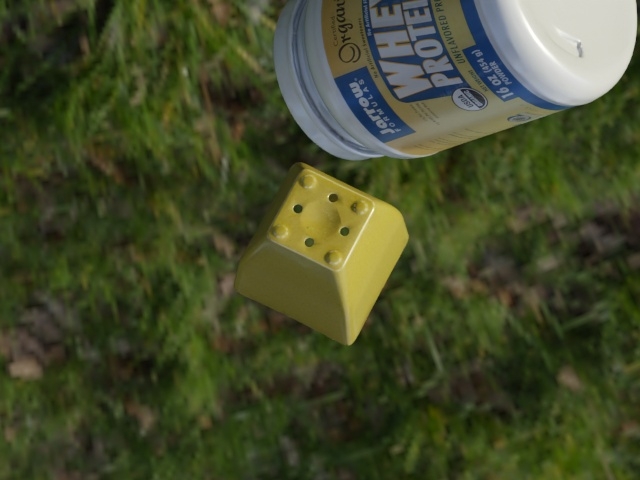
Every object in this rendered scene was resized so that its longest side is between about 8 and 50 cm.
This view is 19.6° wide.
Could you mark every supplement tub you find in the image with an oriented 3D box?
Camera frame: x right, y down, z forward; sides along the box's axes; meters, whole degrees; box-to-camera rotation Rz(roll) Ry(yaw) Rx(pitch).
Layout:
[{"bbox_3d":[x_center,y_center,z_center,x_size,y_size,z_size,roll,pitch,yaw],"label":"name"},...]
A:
[{"bbox_3d":[0.082,-0.133,1.168,0.144,0.144,0.200,29,148,-37],"label":"supplement tub"}]

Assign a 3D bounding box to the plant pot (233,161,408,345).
[{"bbox_3d":[0.000,0.000,1.079,0.081,0.081,0.083,26,164,9],"label":"plant pot"}]
